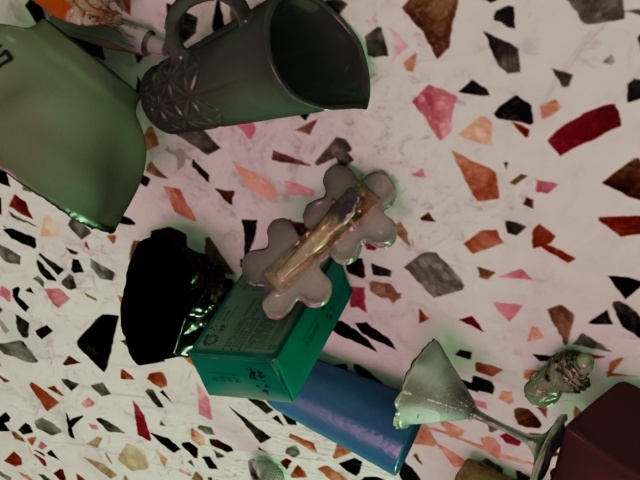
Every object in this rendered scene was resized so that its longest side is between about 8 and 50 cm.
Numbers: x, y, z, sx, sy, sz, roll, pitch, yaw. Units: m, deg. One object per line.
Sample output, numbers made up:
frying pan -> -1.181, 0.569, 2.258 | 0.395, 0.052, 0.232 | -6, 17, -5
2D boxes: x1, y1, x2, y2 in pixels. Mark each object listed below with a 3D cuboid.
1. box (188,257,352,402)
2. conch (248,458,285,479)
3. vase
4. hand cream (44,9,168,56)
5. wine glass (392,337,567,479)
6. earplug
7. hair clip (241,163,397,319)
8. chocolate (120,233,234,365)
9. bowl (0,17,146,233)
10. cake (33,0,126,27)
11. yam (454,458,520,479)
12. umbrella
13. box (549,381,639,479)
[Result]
box -> -0.070, 0.123, 1.501 | 0.153, 0.245, 0.092 | 1, 129, 29
conch -> -0.102, 0.453, 1.917 | 0.076, 0.057, 0.085 | -26, 81, 58
vase -> -0.115, -0.227, 1.317 | 0.301, 0.156, 0.251 | -11, 137, 41
hand cream -> -0.310, -0.300, 1.438 | 0.216, 0.038, 0.052 | 20, 109, 20
wine glass -> 0.238, 0.259, 1.476 | 0.232, 0.156, 0.156 | 24, 134, 22
earplug -> 0.028, 0.271, 1.657 | 0.273, 0.132, 0.132 | 23, 133, 15
hair clip -> 0.002, 0.001, 1.409 | 0.257, 0.075, 0.146 | -45, 77, 14
chocolate -> -0.208, 0.098, 1.656 | 0.177, 0.206, 0.224 | 6, 162, -37
bowl -> -0.377, -0.187, 1.410 | 0.354, 0.354, 0.185 | 39, 92, -5
cake -> -0.374, -0.393, 1.348 | 0.287, 0.098, 0.135 | 34, 134, 0
yam -> 0.391, 0.458, 1.643 | 0.357, 0.081, 0.081 | 23, 133, 13
umbrella -> 0.352, 0.202, 1.469 | 0.143, 0.062, 0.067 | -47, 65, 50
box -> 0.469, 0.341, 1.384 | 0.294, 0.193, 0.167 | 30, 133, 37
